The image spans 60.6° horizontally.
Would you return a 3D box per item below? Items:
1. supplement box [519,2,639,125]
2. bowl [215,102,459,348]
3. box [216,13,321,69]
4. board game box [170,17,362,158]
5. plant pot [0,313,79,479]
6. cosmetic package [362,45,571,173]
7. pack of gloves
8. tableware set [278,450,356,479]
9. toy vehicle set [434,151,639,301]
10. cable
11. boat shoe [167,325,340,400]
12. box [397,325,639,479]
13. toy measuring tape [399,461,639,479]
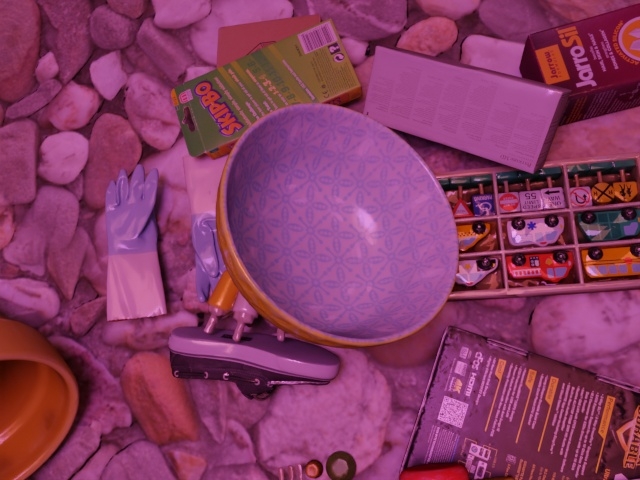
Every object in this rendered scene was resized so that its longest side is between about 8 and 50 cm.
[{"bbox_3d":[0.365,-0.224,0.695,0.188,0.081,0.103,-13,74,9],"label":"supplement box"},{"bbox_3d":[0.000,0.000,0.651,0.290,0.156,0.289,12,62,-23],"label":"bowl"},{"bbox_3d":[-0.081,-0.240,0.825,0.165,0.021,0.201,-2,76,11],"label":"box"},{"bbox_3d":[-0.082,-0.213,0.788,0.260,0.039,0.124,-21,72,3],"label":"board game box"},{"bbox_3d":[-0.483,0.176,0.696,0.239,0.254,0.254,36,85,33],"label":"plant pot"},{"bbox_3d":[0.175,-0.171,0.693,0.239,0.060,0.098,25,117,26],"label":"cosmetic package"},{"bbox_3d":[-0.205,-0.007,0.790,0.195,0.046,0.231,-6,76,-3],"label":"pack of gloves"},{"bbox_3d":[0.008,0.338,0.656,0.104,0.024,0.153,-13,72,5],"label":"tableware set"},{"bbox_3d":[0.267,-0.014,0.685,0.267,0.035,0.165,-5,75,11],"label":"toy vehicle set"},{"bbox_3d":[-0.064,-0.004,0.733,0.140,0.072,0.286,6,76,2],"label":"cable"},{"bbox_3d":[-0.089,0.164,0.697,0.229,0.080,0.075,6,97,10],"label":"boat shoe"},{"bbox_3d":[0.214,0.284,0.597,0.257,0.079,0.321,17,80,14],"label":"box"},{"bbox_3d":[0.177,0.263,0.511,0.331,0.121,0.121,-10,74,10],"label":"toy measuring tape"}]
